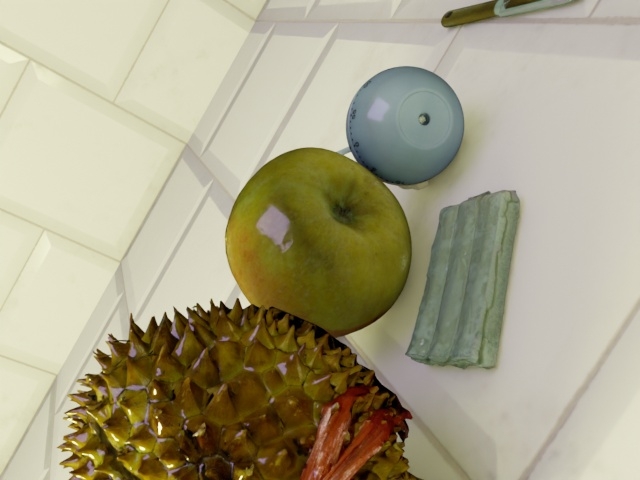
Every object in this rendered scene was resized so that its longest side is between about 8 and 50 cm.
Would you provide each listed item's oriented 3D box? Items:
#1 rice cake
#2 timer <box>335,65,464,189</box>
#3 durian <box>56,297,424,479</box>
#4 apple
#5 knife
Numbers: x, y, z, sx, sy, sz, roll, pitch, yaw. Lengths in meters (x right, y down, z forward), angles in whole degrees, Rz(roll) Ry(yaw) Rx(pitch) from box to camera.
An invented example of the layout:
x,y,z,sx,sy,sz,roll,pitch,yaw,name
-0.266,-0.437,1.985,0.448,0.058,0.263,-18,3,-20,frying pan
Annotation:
x,y,z,sx,sy,sz,roll,pitch,yaw,name
0.163,0.040,0.747,0.124,0.038,0.211,-14,52,57,rice cake
0.108,-0.136,0.937,0.255,0.175,0.175,106,-179,-69,timer
-0.060,0.241,0.614,0.384,0.348,0.347,47,111,27,durian
0.000,0.000,0.855,0.194,0.261,0.260,-50,26,46,apple
0.275,-0.346,0.935,0.061,0.027,0.343,-59,25,-3,knife
